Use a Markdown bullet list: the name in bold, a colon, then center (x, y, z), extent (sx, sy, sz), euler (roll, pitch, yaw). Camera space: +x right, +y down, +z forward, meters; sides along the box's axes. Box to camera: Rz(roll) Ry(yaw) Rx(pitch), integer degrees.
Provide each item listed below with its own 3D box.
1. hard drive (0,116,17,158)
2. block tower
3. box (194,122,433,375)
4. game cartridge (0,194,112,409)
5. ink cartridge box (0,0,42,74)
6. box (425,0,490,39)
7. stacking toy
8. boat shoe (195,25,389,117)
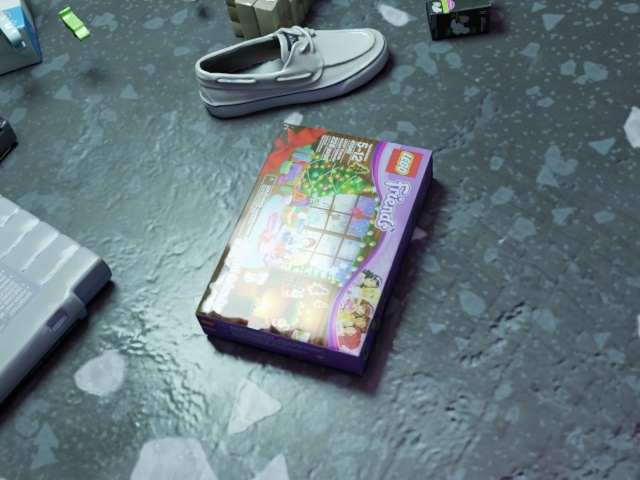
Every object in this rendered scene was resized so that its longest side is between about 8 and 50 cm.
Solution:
- **hard drive**: center (-0.626, -0.132, 1.311), extent (0.338, 0.064, 0.237), euler (22, 63, 23)
- **block tower**: center (-0.030, -0.432, 1.391), extent (0.091, 0.097, 0.335), euler (18, 60, 19)
- **box**: center (0.000, 0.000, 1.124), extent (0.200, 0.057, 0.293), euler (13, 60, 16)
- **game cartridge**: center (-0.443, 0.115, 1.124), extent (0.230, 0.068, 0.355), euler (30, 66, 21)
- **ink cartridge box**: center (-0.516, -0.355, 1.429), extent (0.134, 0.078, 0.231), euler (-19, 56, -4)
- **box**: center (0.192, -0.324, 1.308), extent (0.083, 0.052, 0.062), euler (-7, 58, 4)
- **stacking toy**: center (-0.452, -0.312, 1.316), extent (0.167, 0.052, 0.221), euler (-38, 63, -15)
- **boat shoe**: center (-0.039, -0.247, 1.274), extent (0.267, 0.088, 0.096), euler (-12, 56, 2)
